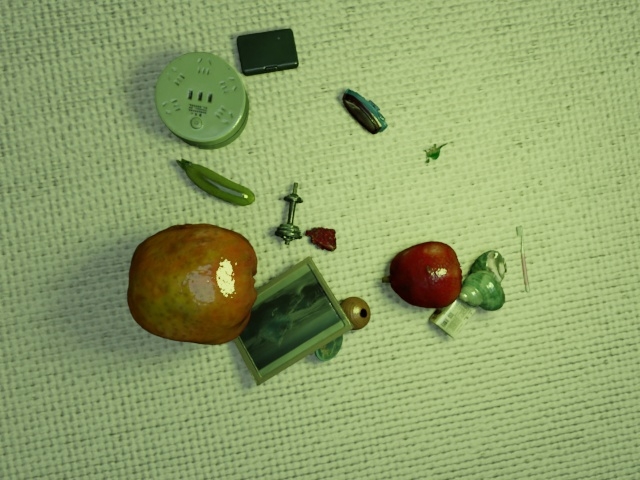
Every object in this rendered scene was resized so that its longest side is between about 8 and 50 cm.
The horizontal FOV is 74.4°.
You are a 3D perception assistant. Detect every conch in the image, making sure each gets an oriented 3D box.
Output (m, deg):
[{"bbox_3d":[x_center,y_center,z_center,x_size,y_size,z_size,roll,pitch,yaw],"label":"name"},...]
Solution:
[{"bbox_3d":[0.651,0.175,1.674,0.278,0.195,0.220,-27,113,-22],"label":"conch"}]

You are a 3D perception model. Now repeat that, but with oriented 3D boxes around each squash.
[{"bbox_3d":[-0.419,-0.222,1.660,0.341,0.094,0.094,27,89,-6],"label":"squash"}]

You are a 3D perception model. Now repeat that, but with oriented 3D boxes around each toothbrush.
[{"bbox_3d":[0.858,0.079,1.787,0.025,0.020,0.285,-8,91,4],"label":"toothbrush"}]

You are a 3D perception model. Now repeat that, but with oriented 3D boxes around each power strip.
[{"bbox_3d":[-0.443,-0.539,1.616,0.359,0.161,0.356,0,90,-4],"label":"power strip"}]

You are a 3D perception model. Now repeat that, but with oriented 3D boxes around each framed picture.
[{"bbox_3d":[-0.142,0.311,1.635,0.447,0.028,0.325,-34,79,9],"label":"framed picture"}]

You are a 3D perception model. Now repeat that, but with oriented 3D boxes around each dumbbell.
[{"bbox_3d":[-0.116,-0.107,1.679,0.111,0.110,0.254,7,84,-4],"label":"dumbbell"}]

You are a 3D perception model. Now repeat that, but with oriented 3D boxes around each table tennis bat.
[{"bbox_3d":[0.030,0.371,1.673,0.149,0.038,0.236,-22,115,-34],"label":"table tennis bat"}]

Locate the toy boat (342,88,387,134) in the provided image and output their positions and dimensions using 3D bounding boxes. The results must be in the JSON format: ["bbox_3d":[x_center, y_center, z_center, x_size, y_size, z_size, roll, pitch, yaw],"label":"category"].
[{"bbox_3d":[0.183,-0.527,1.697,0.223,0.100,0.097,45,63,-3],"label":"toy boat"}]

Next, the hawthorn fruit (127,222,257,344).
[{"bbox_3d":[-0.440,0.134,1.485,0.473,0.472,0.470,0,91,-4],"label":"hawthorn fruit"}]

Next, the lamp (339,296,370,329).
[{"bbox_3d":[0.134,0.290,1.680,0.137,0.136,0.136,0,91,-4],"label":"lamp"}]

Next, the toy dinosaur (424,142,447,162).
[{"bbox_3d":[0.480,-0.369,1.757,0.120,0.029,0.060,-30,108,-9],"label":"toy dinosaur"}]

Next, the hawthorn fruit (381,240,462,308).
[{"bbox_3d":[0.394,0.134,1.645,0.308,0.265,0.264,-2,91,14],"label":"hawthorn fruit"}]

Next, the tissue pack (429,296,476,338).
[{"bbox_3d":[0.537,0.304,1.726,0.106,0.099,0.148,40,88,-6],"label":"tissue pack"}]

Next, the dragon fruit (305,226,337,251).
[{"bbox_3d":[0.000,0.002,1.718,0.132,0.063,0.096,7,58,-4],"label":"dragon fruit"}]

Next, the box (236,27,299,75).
[{"bbox_3d":[-0.211,-0.754,1.686,0.231,0.050,0.160,-11,91,-4],"label":"box"}]
